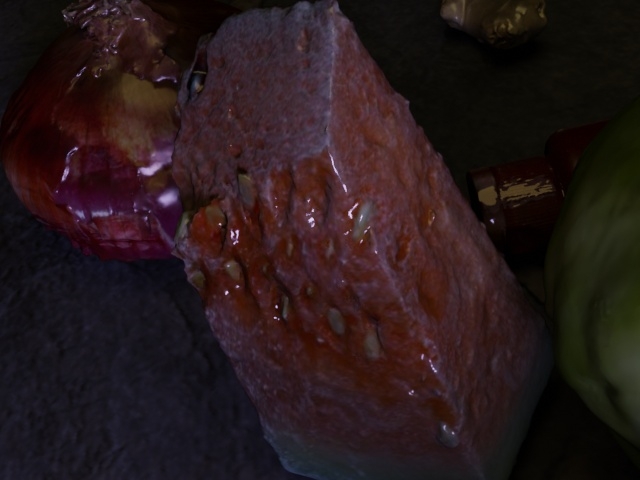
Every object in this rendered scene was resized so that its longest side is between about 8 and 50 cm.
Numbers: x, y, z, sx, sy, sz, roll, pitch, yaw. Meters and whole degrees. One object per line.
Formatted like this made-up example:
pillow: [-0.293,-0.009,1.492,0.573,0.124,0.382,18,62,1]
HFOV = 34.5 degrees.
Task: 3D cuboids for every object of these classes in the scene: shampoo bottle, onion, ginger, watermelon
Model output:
shampoo bottle: [0.225,-0.042,0.645,0.260,0.064,0.102,-12,48,3]
onion: [-0.114,-0.101,0.717,0.230,0.163,0.230,-1,44,1]
ginger: [0.155,-0.247,0.868,0.149,0.065,0.258,-13,42,-2]
watermelon: [0.000,0.000,0.524,0.193,0.256,0.140,9,48,31]

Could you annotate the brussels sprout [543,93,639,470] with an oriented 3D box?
brussels sprout: [0.262,0.023,0.445,0.274,0.242,0.316,-41,54,-17]
